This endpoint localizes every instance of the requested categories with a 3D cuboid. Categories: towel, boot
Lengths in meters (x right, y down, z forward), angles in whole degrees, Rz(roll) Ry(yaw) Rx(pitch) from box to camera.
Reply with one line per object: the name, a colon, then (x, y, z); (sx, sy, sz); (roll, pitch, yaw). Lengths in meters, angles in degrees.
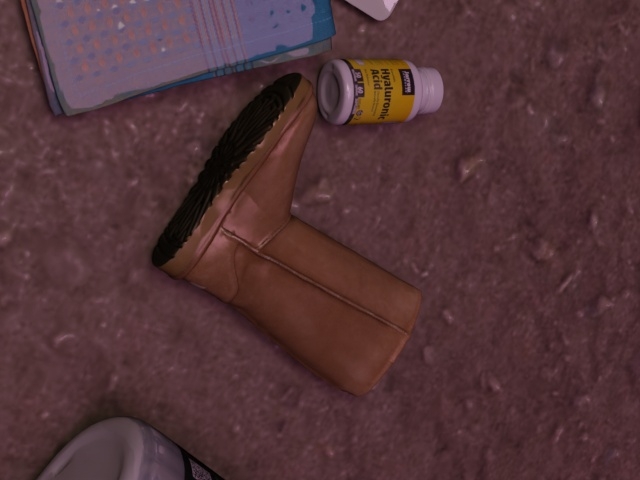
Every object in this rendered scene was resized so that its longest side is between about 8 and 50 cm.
towel: (-0.141, -0.315, 0.804); (0.271, 0.040, 0.370); (-16, 107, -15)
boot: (0.000, 0.000, 0.941); (0.269, 0.089, 0.236); (34, 96, -29)

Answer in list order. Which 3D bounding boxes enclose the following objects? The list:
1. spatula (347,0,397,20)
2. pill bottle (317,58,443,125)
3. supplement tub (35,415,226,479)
spatula: (0.008, -0.339, 0.901); (0.242, 0.019, 0.168); (30, 88, -29)
pill bottle: (0.061, -0.148, 0.945); (0.116, 0.065, 0.065); (-6, 104, -26)
supplement tub: (-0.121, 0.322, 0.887); (0.316, 0.193, 0.193); (44, 81, -27)
